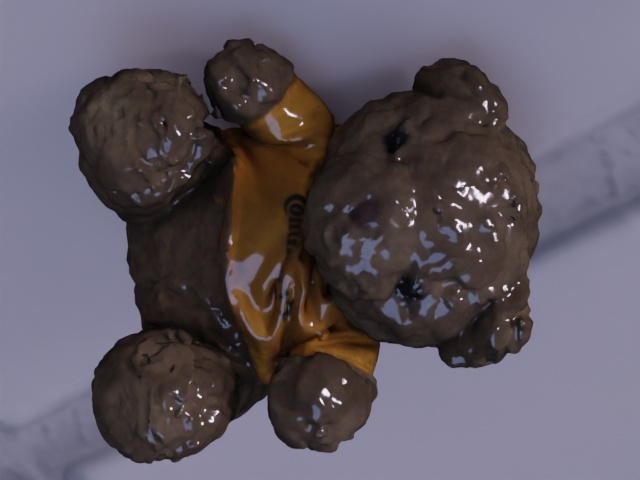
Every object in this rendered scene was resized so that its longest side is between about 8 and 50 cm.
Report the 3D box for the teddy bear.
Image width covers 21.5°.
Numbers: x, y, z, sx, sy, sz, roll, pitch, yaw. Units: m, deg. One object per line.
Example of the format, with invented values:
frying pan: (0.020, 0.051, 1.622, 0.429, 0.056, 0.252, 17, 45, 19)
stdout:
teddy bear: (0.000, 0.000, 0.713, 0.190, 0.177, 0.140, -9, 176, 23)
